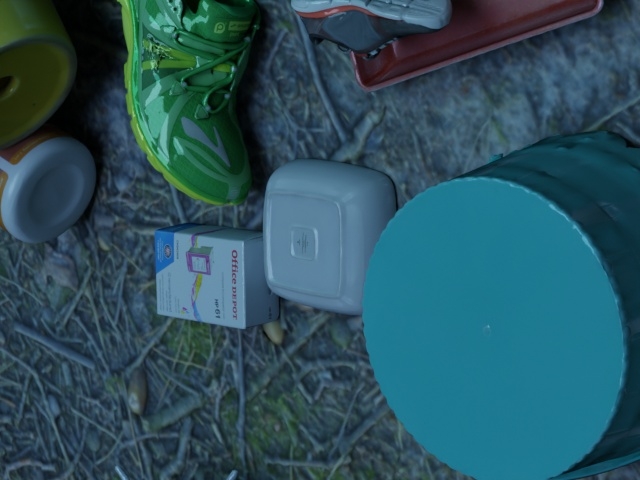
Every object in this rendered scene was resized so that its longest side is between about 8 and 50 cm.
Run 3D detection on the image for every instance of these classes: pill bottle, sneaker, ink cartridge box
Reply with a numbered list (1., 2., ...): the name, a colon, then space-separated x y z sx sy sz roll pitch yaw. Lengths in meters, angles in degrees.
1. pill bottle: -0.350 -0.095 1.795 0.216 0.121 0.121 33 118 32
2. sneaker: 0.049 -0.186 1.434 0.158 0.061 0.065 13 133 39
3. sneaker: -0.119 -0.177 1.592 0.123 0.109 0.295 -14 89 45
4. ink cartridge box: -0.102 0.034 1.656 0.122 0.052 0.088 6 102 38

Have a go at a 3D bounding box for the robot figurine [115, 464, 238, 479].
1. robot figurine: -0.133 0.392 1.652 0.300 0.200 0.353 -2 99 3

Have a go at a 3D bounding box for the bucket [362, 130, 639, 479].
1. bucket: 0.179 0.056 1.335 0.281 0.183 0.281 9 104 39

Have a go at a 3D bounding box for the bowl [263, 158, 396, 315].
1. bowl: 0.000 0.000 1.564 0.142 0.053 0.142 11 107 39

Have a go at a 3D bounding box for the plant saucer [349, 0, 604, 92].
1. plant saucer: 0.111 -0.281 1.419 0.259 0.048 0.258 -15 88 40

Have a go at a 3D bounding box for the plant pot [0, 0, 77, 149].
1. plant pot: -0.371 -0.223 1.682 0.239 0.254 0.254 50 126 23
